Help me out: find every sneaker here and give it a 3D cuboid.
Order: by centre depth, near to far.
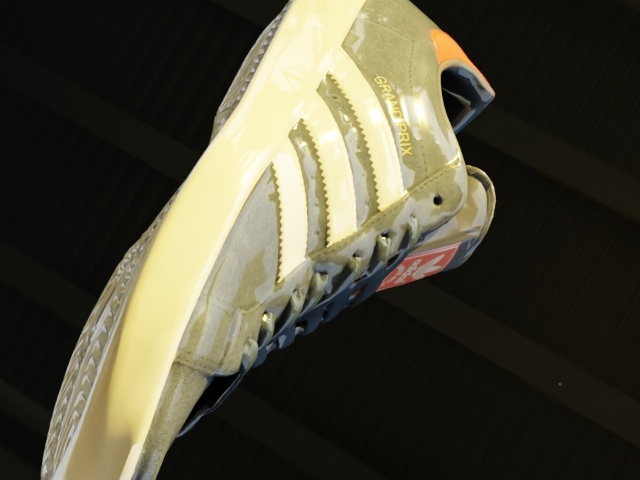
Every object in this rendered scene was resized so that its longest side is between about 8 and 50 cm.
[{"bbox_3d":[0.000,0.000,0.543,0.148,0.131,0.350,34,-127,-10],"label":"sneaker"}]
